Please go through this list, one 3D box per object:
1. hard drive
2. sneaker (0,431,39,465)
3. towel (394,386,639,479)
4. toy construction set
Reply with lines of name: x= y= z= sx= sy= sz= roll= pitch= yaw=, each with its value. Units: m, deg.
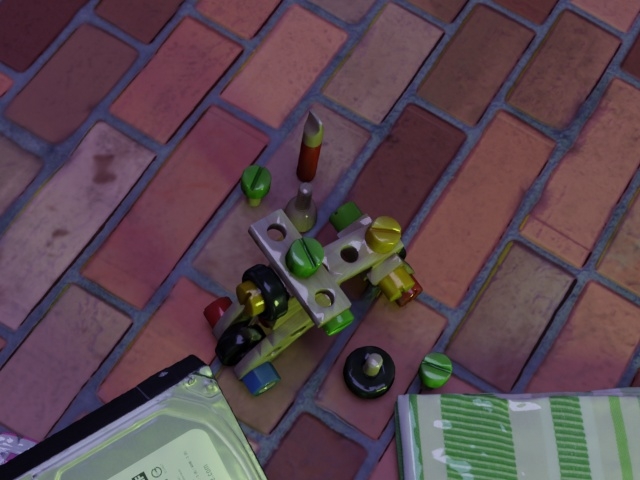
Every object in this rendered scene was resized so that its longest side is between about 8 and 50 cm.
hard drive: x=-0.207 y=0.294 z=1.161 sx=0.339 sy=0.064 sz=0.236 roll=-29 pitch=106 yaw=-15
sneaker: x=-0.289 y=0.263 z=1.219 sx=0.252 sy=0.103 sz=0.111 roll=6 pitch=63 yaw=-3
towel: x=0.247 y=0.279 z=1.310 sx=0.325 sy=0.038 sz=0.247 roll=0 pitch=66 yaw=-8
toy construction set: x=0.000 y=0.000 z=1.301 sx=0.258 sy=0.237 sz=0.308 roll=-6 pitch=65 yaw=-9
